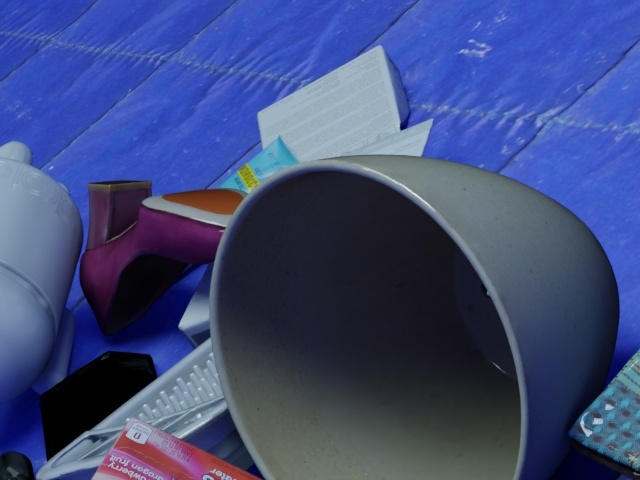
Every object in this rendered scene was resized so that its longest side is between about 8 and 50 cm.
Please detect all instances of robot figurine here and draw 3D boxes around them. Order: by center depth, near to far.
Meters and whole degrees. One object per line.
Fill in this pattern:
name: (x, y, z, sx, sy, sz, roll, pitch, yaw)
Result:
robot figurine: (-0.381, 0.045, 2.204, 0.200, 0.300, 0.353, -28, 34, 28)

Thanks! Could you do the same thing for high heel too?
high heel: (-0.155, 0.034, 2.127, 0.127, 0.181, 0.377, -6, 8, -24)

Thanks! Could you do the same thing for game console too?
game console: (-0.323, 0.249, 2.090, 0.361, 0.044, 0.213, -33, 23, 3)

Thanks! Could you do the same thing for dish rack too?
dish rack: (-0.079, 0.144, 1.837, 0.333, 0.072, 0.285, -38, 11, -38)

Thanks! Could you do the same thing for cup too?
cup: (0.107, 0.072, 1.601, 0.331, 0.331, 0.237, -7, 9, 46)

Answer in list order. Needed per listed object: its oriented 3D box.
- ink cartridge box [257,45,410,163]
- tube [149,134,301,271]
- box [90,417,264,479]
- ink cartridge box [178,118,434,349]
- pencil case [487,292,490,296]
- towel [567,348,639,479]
ink cartridge box: (0.022, -0.106, 2.308, 0.181, 0.056, 0.224, -27, 44, 16)
tube: (-0.111, -0.036, 2.296, 0.207, 0.052, 0.080, -40, 44, 4)
box: (-0.067, 0.260, 1.464, 0.128, 0.257, 0.122, -60, -6, -51)
ink cartridge box: (0.000, 0.000, 2.109, 0.275, 0.060, 0.239, -21, 27, 30)
pencil case: (0.132, 0.085, 1.778, 0.152, 0.064, 0.070, -31, -12, 11)
towel: (0.390, 0.065, 1.448, 0.370, 0.040, 0.271, -45, 41, -21)
